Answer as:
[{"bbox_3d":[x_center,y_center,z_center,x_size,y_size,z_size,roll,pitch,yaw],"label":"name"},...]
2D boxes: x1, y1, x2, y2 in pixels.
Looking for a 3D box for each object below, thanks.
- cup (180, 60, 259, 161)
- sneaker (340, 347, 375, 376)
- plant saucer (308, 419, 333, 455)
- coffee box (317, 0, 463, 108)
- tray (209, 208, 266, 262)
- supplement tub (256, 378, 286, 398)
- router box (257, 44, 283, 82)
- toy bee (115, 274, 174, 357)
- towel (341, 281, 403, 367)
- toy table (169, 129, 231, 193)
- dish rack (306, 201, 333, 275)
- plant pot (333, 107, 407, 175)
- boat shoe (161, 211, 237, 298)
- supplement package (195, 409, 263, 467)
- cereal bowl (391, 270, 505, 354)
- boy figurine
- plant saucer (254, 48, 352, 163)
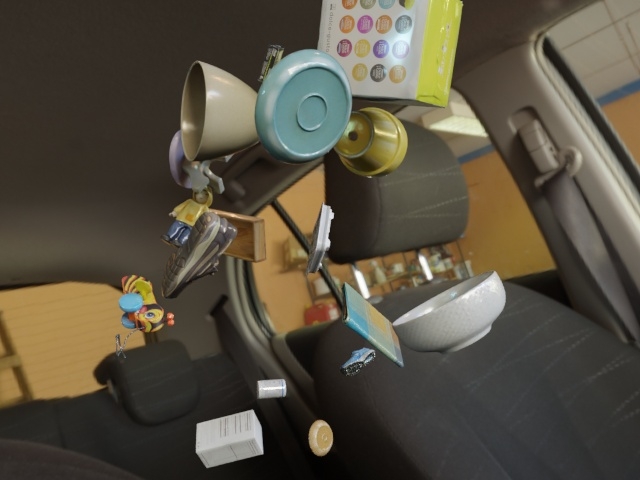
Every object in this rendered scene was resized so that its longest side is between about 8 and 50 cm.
[{"bbox_3d":[-0.328,-0.431,1.856,0.237,0.331,0.331,0,-16,-29],"label":"cup"},{"bbox_3d":[0.137,0.473,2.099,0.162,0.063,0.073,-24,29,-31],"label":"sneaker"},{"bbox_3d":[0.005,0.479,1.302,0.015,0.083,0.083,-19,-7,38],"label":"plant saucer"},{"bbox_3d":[0.217,-0.600,1.658,0.334,0.337,0.338,12,14,27],"label":"coffee box"},{"bbox_3d":[-0.431,-0.029,2.612,0.411,0.202,0.076,11,19,39],"label":"tray"},{"bbox_3d":[-0.192,0.581,2.097,0.107,0.071,0.071,0,-13,-14],"label":"supplement tub"},{"bbox_3d":[-0.167,-0.595,1.807,0.038,0.122,0.092,21,21,-1],"label":"router box"},{"bbox_3d":[-0.542,0.231,1.673,0.162,0.298,0.195,-1,-30,-15],"label":"toy bee"},{"bbox_3d":[0.225,0.374,2.371,0.040,0.370,0.271,-39,24,21],"label":"towel"},{"bbox_3d":[-0.467,-0.298,2.100,0.161,0.252,0.274,22,-22,17],"label":"toy table"},{"bbox_3d":[0.000,0.000,2.650,0.072,0.285,0.333,12,-30,-4],"label":"dish rack"},{"bbox_3d":[0.157,-0.358,1.917,0.254,0.254,0.239,-22,-8,25],"label":"plant pot"},{"bbox_3d":[-0.379,0.068,1.675,0.130,0.132,0.355,22,-55,-32],"label":"boat shoe"},{"bbox_3d":[-0.373,0.818,2.211,0.244,0.134,0.139,-14,-51,0],"label":"supplement package"},{"bbox_3d":[0.381,0.224,1.530,0.339,0.141,0.339,-29,-5,-3],"label":"cereal bowl"},{"bbox_3d":[-0.508,-0.094,2.138,0.285,0.177,0.092,-58,-14,-15],"label":"boy figurine"},{"bbox_3d":[-0.032,-0.355,1.470,0.318,0.317,0.044,-13,32,-32],"label":"plant saucer"}]
